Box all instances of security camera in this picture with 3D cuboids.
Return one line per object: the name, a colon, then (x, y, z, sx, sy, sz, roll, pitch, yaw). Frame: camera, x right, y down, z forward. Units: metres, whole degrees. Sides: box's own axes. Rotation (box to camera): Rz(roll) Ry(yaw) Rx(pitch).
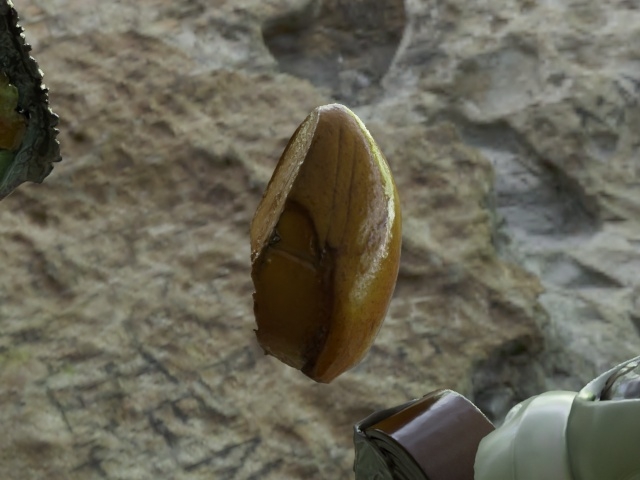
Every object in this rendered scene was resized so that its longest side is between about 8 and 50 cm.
security camera: (0.250, 0.169, 0.779, 0.236, 0.194, 0.195, -33, -158, 38)

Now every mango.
mango: (0.000, 0.000, 1.421, 0.201, 0.350, 0.199, 9, 178, 44)

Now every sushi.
sushi: (-0.298, -0.109, 0.829, 0.161, 0.241, 0.107, -31, -118, -21)

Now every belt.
belt: (0.150, 0.331, 1.181, 0.122, 0.339, 0.217, -17, 173, -29)
